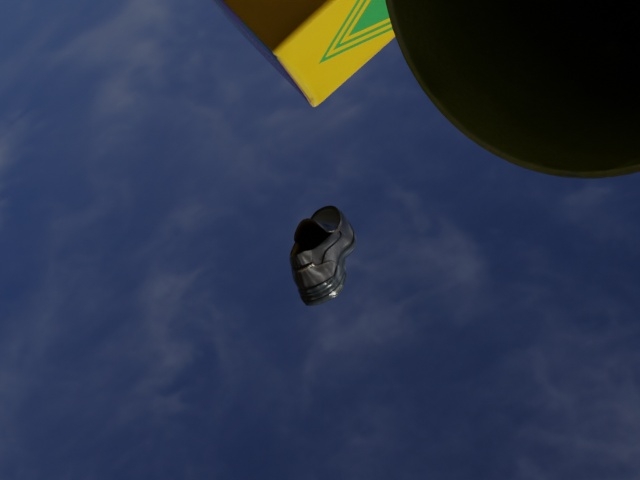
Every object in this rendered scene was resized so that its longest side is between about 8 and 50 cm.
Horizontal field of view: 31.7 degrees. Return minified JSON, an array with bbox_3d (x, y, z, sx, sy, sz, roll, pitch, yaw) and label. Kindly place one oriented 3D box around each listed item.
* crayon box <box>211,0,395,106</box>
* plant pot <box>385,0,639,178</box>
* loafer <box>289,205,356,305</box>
[{"bbox_3d":[-0.010,-0.345,0.964,0.313,0.106,0.363,-41,-118,-1],"label":"crayon box"},{"bbox_3d":[0.236,-0.197,0.744,0.274,0.275,0.293,1,-169,40],"label":"plant pot"},{"bbox_3d":[0.000,0.000,1.218,0.062,0.061,0.170,-21,-155,13],"label":"loafer"}]
